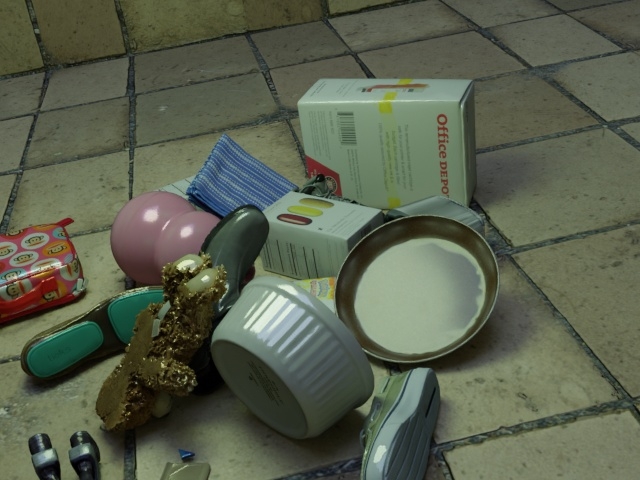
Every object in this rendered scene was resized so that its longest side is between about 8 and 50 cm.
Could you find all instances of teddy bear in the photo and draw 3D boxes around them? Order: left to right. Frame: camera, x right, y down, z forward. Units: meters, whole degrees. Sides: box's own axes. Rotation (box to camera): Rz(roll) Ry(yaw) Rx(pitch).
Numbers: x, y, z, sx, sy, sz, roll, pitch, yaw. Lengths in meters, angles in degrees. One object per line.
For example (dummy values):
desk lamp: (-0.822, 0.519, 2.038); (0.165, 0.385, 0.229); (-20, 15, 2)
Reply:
teddy bear: (-0.255, 0.176, 1.488); (0.245, 0.113, 0.338); (4, 71, 52)

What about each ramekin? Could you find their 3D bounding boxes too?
ramekin: (-0.057, 0.197, 1.395); (0.273, 0.273, 0.127); (20, 51, 40)

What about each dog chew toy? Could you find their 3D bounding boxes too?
dog chew toy: (-0.280, 0.020, 1.832); (0.332, 0.206, 0.206); (20, 39, 27)

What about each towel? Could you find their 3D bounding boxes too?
towel: (-0.171, -0.118, 2.041); (0.243, 0.040, 0.336); (34, 28, -11)

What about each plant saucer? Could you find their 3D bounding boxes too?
plant saucer: (0.178, 0.093, 1.611); (0.310, 0.050, 0.310); (-10, 54, 14)

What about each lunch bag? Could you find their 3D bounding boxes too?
lunch bag: (-0.665, 0.083, 1.890); (0.293, 0.120, 0.258); (-19, 31, -18)

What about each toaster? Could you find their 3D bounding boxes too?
toaster: (0.235, -0.010, 1.804); (0.146, 0.129, 0.227); (-21, 33, -28)

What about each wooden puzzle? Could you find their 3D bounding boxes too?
wooden puzzle: (-0.214, 0.376, 1.364); (0.078, 0.014, 0.116); (4, 32, 14)

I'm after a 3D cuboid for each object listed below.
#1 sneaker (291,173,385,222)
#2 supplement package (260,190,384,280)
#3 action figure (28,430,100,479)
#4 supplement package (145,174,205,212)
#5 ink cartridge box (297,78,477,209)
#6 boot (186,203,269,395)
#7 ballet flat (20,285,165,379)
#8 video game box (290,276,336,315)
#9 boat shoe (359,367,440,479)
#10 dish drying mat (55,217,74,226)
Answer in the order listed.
sneaker: (0.032, -0.088, 1.986); (0.228, 0.132, 0.086); (2, 31, 19)
supplement package: (0.000, 0.000, 1.840); (0.244, 0.134, 0.139); (13, 36, 33)
action figure: (-0.355, 0.399, 1.284); (0.185, 0.099, 0.285); (-11, 32, -18)
supplement package: (-0.313, -0.082, 2.099); (0.179, 0.105, 0.105); (-24, 33, -25)
ink cartridge box: (0.166, -0.226, 2.048); (0.384, 0.279, 0.160); (4, 31, 21)
boot: (-0.160, 0.111, 1.609); (0.223, 0.118, 0.338); (32, 90, 50)
ballet flat: (-0.421, 0.171, 1.707); (0.342, 0.116, 0.124); (-25, 14, -20)
video game box: (-0.059, 0.150, 1.683); (0.187, 0.048, 0.205); (-5, 30, 4)
boat shoe: (0.111, 0.301, 1.338); (0.094, 0.109, 0.302); (-13, 17, 25)
dish drying mat: (-0.669, -0.037, 2.215); (0.032, 0.008, 0.083); (18, 39, 40)
